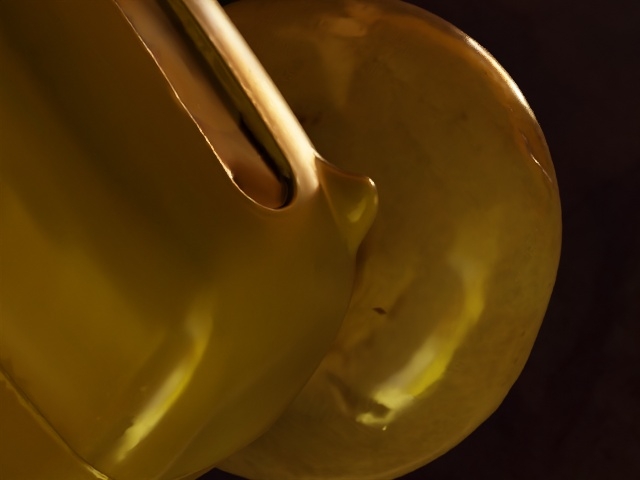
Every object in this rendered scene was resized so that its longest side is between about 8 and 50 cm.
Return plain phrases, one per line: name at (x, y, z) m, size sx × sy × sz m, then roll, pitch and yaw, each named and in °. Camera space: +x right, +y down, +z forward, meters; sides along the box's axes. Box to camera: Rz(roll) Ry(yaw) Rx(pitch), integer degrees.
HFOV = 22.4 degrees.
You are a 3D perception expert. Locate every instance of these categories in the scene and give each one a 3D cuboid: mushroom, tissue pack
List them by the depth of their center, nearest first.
tissue pack at (-0.076, -0.018, 0.405) m, size 0.178 × 0.127 × 0.123 m, roll 55°, pitch -156°, yaw 7°
mushroom at (0.000, 0.000, 0.735) m, size 0.226 × 0.226 × 0.178 m, roll 49°, pitch -171°, yaw 23°

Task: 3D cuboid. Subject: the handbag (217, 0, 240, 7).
handbag at (-0.098, -0.270, 0.912) m, size 0.122 × 0.329 × 0.303 m, roll -5°, pitch -152°, yaw -36°
